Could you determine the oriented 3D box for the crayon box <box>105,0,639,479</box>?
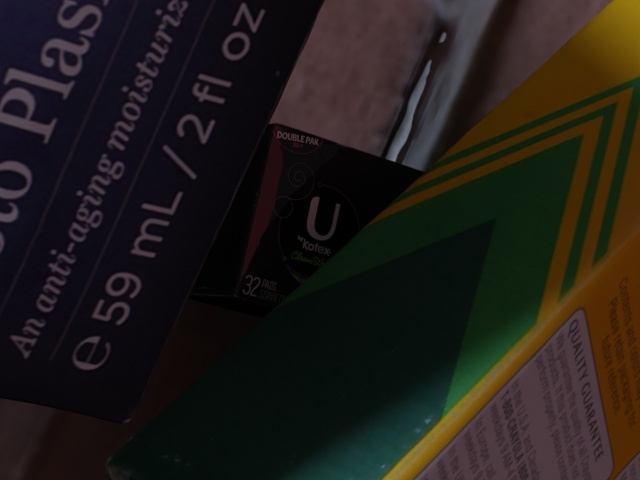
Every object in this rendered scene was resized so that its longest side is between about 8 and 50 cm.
[{"bbox_3d":[0.094,0.051,0.560,0.323,0.083,0.203,-41,136,-25],"label":"crayon box"}]

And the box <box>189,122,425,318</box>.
[{"bbox_3d":[0.000,0.000,0.564,0.083,0.052,0.062,16,82,-30],"label":"box"}]

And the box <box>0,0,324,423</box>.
[{"bbox_3d":[-0.136,-0.146,0.346,0.294,0.183,0.296,16,109,-29],"label":"box"}]
